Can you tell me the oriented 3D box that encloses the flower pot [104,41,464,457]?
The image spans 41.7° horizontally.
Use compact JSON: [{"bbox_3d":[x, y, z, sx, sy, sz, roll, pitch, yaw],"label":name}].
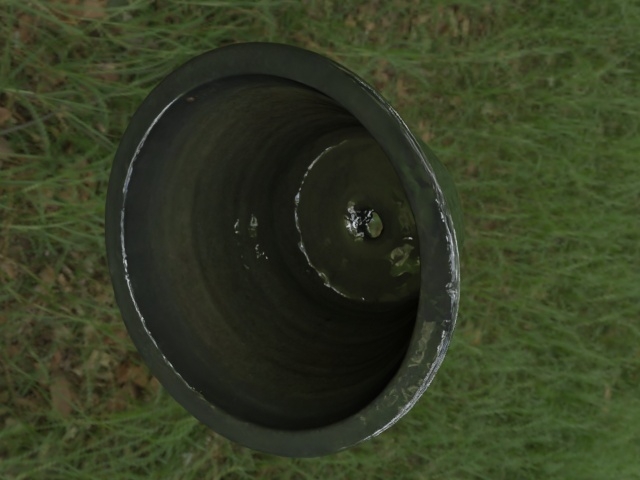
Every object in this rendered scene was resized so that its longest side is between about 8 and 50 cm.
[{"bbox_3d":[0.000,0.000,0.525,0.148,0.235,0.236,-17,116,-58],"label":"flower pot"}]
